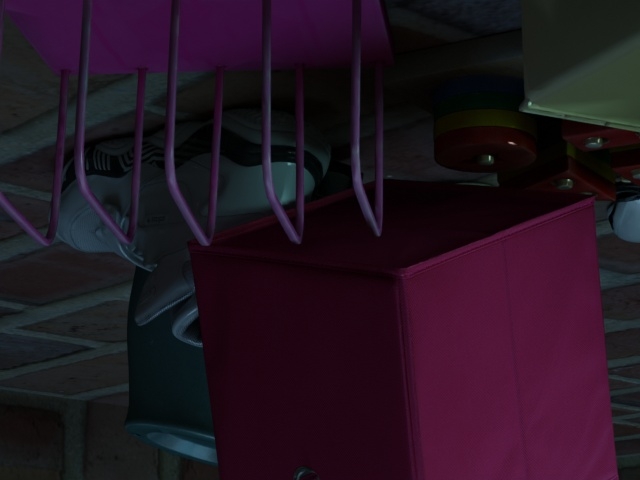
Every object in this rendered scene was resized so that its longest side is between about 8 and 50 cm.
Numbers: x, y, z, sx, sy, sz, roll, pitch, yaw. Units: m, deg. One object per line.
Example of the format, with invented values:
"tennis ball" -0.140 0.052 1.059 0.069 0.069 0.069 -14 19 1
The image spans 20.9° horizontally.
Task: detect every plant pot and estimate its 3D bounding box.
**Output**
"plant pot" -0.093 0.113 1.909 0.271 0.255 0.272 13 163 4

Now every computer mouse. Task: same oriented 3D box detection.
"computer mouse" 0.351 -0.030 1.858 0.106 0.042 0.193 -1 165 3

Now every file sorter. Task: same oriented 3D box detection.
"file sorter" -0.096 -0.099 1.343 0.290 0.182 0.202 -1 165 7

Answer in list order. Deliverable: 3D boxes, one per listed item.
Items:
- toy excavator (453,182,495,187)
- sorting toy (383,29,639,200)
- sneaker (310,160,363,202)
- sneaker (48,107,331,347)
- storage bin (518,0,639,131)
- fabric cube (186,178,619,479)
"toy excavator" 0.182 0.081 2.068 0.433 0.222 0.445 12 148 -33
"sorting toy" 0.224 -0.099 1.504 0.255 0.089 0.257 -8 163 32
"sneaker" 0.000 0.000 1.682 0.083 0.118 0.222 11 -161 -10
"sneaker" -0.151 0.009 1.676 0.366 0.210 0.137 -14 146 42
"storage bin" 0.306 -0.164 1.190 0.260 0.123 0.262 7 164 -24
"fabric cube" 0.072 0.105 1.473 0.259 0.258 0.254 -19 -161 -42
